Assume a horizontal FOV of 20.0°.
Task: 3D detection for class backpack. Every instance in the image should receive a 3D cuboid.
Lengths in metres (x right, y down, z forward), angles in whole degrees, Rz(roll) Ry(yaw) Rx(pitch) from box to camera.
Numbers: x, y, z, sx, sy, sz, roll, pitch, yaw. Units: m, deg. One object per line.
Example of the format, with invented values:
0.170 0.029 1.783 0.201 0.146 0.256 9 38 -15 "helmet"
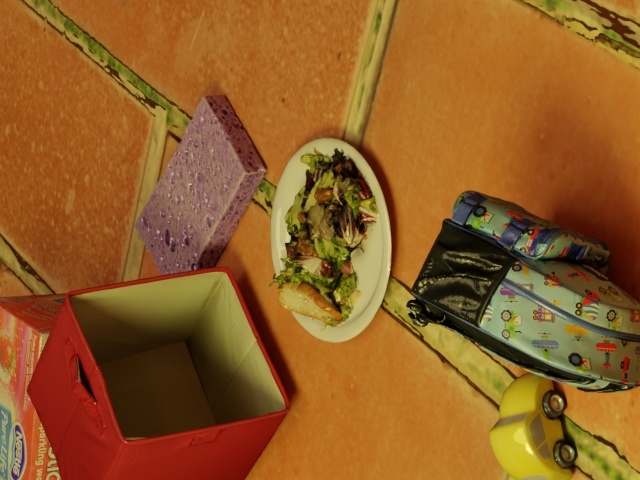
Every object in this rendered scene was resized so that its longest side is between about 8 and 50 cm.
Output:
0.180 0.048 1.428 0.173 0.158 0.117 27 97 36 "backpack"

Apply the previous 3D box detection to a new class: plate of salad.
0.000 0.000 1.761 0.200 0.048 0.200 7 98 55 "plate of salad"

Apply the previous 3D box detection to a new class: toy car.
0.181 0.258 1.525 0.239 0.053 0.225 56 134 36 "toy car"

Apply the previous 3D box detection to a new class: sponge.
-0.131 -0.044 1.955 0.117 0.031 0.210 61 138 31 "sponge"

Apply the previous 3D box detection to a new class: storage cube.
-0.171 0.165 1.883 0.184 0.215 0.193 64 146 27 "storage cube"

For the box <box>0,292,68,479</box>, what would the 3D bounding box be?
-0.302 0.223 2.118 0.142 0.154 0.300 25 111 51 "box"
